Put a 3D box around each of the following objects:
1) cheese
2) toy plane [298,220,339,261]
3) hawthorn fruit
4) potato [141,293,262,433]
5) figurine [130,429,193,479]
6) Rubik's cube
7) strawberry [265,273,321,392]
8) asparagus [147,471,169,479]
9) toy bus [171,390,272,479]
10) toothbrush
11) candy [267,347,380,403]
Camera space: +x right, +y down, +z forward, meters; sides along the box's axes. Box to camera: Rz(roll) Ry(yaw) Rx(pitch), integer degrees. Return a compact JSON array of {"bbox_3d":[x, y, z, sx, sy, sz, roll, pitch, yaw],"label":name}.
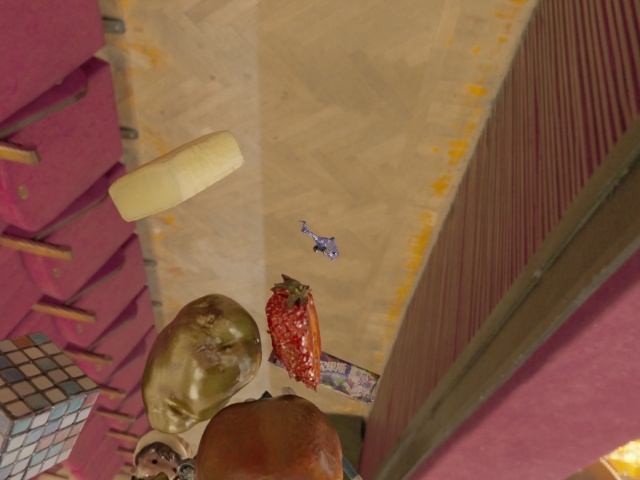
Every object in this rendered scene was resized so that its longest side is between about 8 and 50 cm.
[{"bbox_3d":[-0.363,-0.169,1.502,0.243,0.265,0.123,-19,105,36],"label":"cheese"},{"bbox_3d":[0.000,0.000,1.593,0.167,0.062,0.054,38,167,-37],"label":"toy plane"},{"bbox_3d":[-0.091,0.433,1.038,0.268,0.300,0.267,-2,129,-3],"label":"hawthorn fruit"},{"bbox_3d":[-0.271,0.274,1.275,0.218,0.202,0.351,44,110,8],"label":"potato"},{"bbox_3d":[-0.496,0.723,1.728,0.185,0.332,0.204,27,146,-12],"label":"figurine"},{"bbox_3d":[-0.840,0.461,1.610,0.293,0.292,0.286,34,106,17],"label":"Rubik's cube"},{"bbox_3d":[-0.055,0.199,1.255,0.098,0.174,0.228,-8,113,7],"label":"strawberry"},{"bbox_3d":[-0.355,0.429,0.936,0.249,0.024,0.025,-13,152,-42],"label":"asparagus"},{"bbox_3d":[-0.201,0.535,1.412,0.194,0.162,0.323,46,112,3],"label":"toy bus"},{"bbox_3d":[0.005,0.406,1.228,0.019,0.276,0.025,-53,149,13],"label":"toothbrush"},{"bbox_3d":[0.013,0.351,1.600,0.313,0.088,0.061,25,162,-13],"label":"candy"}]
